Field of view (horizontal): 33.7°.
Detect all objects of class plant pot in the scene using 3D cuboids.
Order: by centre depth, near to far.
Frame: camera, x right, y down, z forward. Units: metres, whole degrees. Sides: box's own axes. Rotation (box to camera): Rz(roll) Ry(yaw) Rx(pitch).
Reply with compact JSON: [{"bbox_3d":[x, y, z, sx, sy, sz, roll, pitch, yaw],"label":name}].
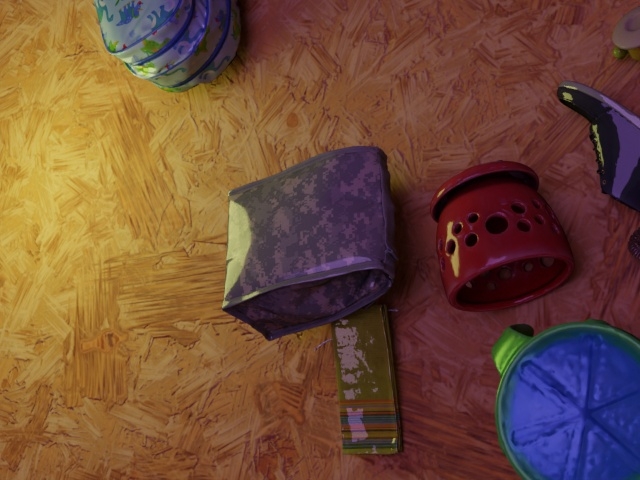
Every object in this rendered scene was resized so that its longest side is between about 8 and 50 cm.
[{"bbox_3d":[0.257,-0.007,1.558,0.191,0.191,0.174,-28,60,23],"label":"plant pot"}]

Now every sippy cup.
[{"bbox_3d":[0.381,0.234,1.412,0.240,0.224,0.306,-22,70,26],"label":"sippy cup"}]

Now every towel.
[{"bbox_3d":[0.070,0.224,1.691,0.102,0.021,0.237,-8,85,22],"label":"towel"}]

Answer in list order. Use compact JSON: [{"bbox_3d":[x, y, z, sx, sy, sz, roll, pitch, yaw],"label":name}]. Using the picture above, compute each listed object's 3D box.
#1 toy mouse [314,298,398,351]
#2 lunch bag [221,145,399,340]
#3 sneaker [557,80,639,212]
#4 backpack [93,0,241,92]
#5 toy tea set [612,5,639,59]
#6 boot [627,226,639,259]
[{"bbox_3d":[0.038,0.129,1.747,0.161,0.031,0.143,39,100,29],"label":"toy mouse"},{"bbox_3d":[0.000,0.000,1.691,0.287,0.169,0.235,-20,53,28],"label":"lunch bag"},{"bbox_3d":[0.414,-0.140,1.548,0.222,0.083,0.118,40,102,29],"label":"sneaker"},{"bbox_3d":[-0.288,-0.446,1.946,0.290,0.273,0.356,-21,82,19],"label":"backpack"},{"bbox_3d":[0.586,-0.298,1.484,0.336,0.124,0.200,-29,38,26],"label":"toy tea set"},{"bbox_3d":[0.503,0.022,1.479,0.158,0.084,0.059,20,81,59],"label":"boot"}]
